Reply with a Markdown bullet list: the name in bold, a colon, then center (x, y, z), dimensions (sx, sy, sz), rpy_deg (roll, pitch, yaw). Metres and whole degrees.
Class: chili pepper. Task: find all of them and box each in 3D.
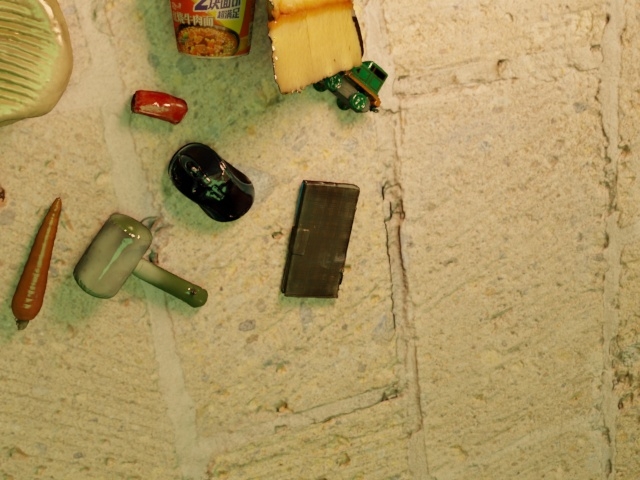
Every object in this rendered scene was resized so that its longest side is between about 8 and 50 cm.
- **chili pepper**: center (-0.369, -0.307, 1.721), dimensions (0.123, 0.073, 0.070), rpy_deg (8, 72, -24)

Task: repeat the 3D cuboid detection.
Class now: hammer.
- **hammer**: center (-0.412, 0.087, 1.824), dimensions (0.336, 0.119, 0.206), rpy_deg (32, 97, -31)

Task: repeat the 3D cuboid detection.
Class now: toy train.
- **toy train**: center (0.072, -0.398, 1.832), dimensions (0.228, 0.091, 0.136), rpy_deg (37, 83, -24)

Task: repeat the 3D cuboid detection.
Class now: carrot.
- **carrot**: center (-0.661, 0.055, 1.748), dimensions (0.069, 0.069, 0.335), rpy_deg (14, 100, -22)

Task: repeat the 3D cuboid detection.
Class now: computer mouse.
- **computer mouse**: center (-0.257, -0.131, 1.802), dimensions (0.233, 0.096, 0.137), rpy_deg (39, 93, -27)

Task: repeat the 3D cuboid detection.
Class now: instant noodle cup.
- **instant noodle cup**: center (-0.233, -0.497, 1.638), dimensions (0.213, 0.213, 0.174), rpy_deg (-6, 117, -17)

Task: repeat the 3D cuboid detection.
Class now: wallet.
- **wallet**: center (0.000, 0.000, 1.964), dimensions (0.169, 0.044, 0.316), rpy_deg (3, 108, -24)

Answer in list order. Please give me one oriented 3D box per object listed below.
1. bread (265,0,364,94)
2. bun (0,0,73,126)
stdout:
- **bread**: center (-0.013, -0.502, 1.585), dimensions (0.242, 0.405, 0.345), rpy_deg (-11, 104, -4)
- **bun**: center (-0.677, -0.391, 1.499), dimensions (0.349, 0.227, 0.352), rpy_deg (7, 108, -21)
